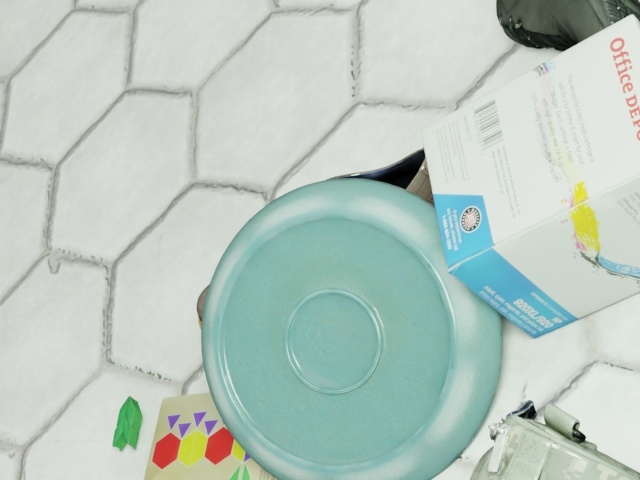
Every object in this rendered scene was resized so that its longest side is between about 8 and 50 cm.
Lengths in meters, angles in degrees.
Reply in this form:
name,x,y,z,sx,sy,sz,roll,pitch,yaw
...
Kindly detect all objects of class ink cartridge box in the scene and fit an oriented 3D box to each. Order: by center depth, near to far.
name,x,y,z,sx,sy,sz,roll,pitch,yaw
ink cartridge box,0.242,-0.053,1.360,0.232,0.168,0.171,-27,49,26

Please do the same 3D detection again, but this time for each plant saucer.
name,x,y,z,sx,sy,sz,roll,pitch,yaw
plant saucer,0.018,0.097,1.434,0.317,0.043,0.318,0,89,22

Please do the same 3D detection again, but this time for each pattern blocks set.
name,x,y,z,sx,sy,sz,roll,pitch,yaw
pattern blocks set,-0.112,0.230,1.588,0.324,0.026,0.285,-1,62,40

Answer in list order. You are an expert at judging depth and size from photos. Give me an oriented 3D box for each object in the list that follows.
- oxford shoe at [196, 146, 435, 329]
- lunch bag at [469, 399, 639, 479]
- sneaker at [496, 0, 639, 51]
name,x,y,z,sx,sy,sz,roll,pitch,yaw
oxford shoe,0.000,0.000,1.553,0.363,0.133,0.130,-25,38,25
lunch bag,0.174,0.304,1.119,0.212,0.256,0.305,15,74,45
sneaker,0.254,-0.239,1.538,0.130,0.109,0.286,-44,33,19
